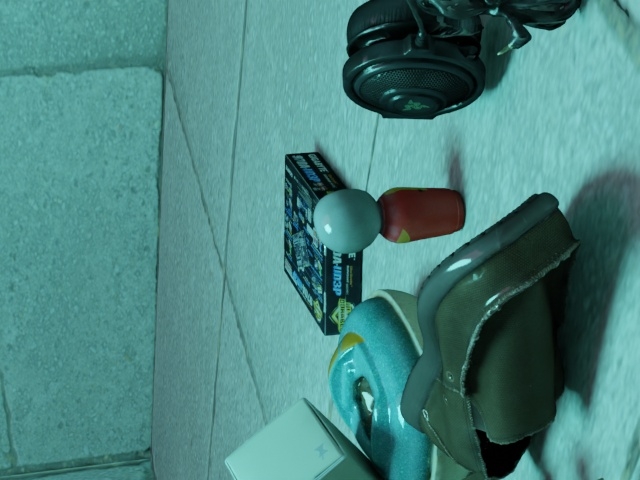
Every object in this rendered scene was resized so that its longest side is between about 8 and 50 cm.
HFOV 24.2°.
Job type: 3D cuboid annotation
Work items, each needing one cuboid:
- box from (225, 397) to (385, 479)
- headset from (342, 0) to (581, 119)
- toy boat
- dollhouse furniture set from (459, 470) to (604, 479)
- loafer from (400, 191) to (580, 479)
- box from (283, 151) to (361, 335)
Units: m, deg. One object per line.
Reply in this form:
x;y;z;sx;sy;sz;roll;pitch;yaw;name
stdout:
0.022;0.280;1.554;0.094;0.113;0.275;53;-179;42;box
0.114;-0.224;1.340;0.394;0.185;0.244;-88;-1;-80;headset
0.066;0.094;1.527;0.267;0.148;0.318;-128;35;-65;toy boat
0.171;0.287;1.213;0.212;0.161;0.242;63;177;14;dollhouse furniture set
0.163;0.091;1.249;0.130;0.133;0.366;47;159;22;loafer
0.000;0.000;1.954;0.220;0.051;0.175;-126;33;-64;box
